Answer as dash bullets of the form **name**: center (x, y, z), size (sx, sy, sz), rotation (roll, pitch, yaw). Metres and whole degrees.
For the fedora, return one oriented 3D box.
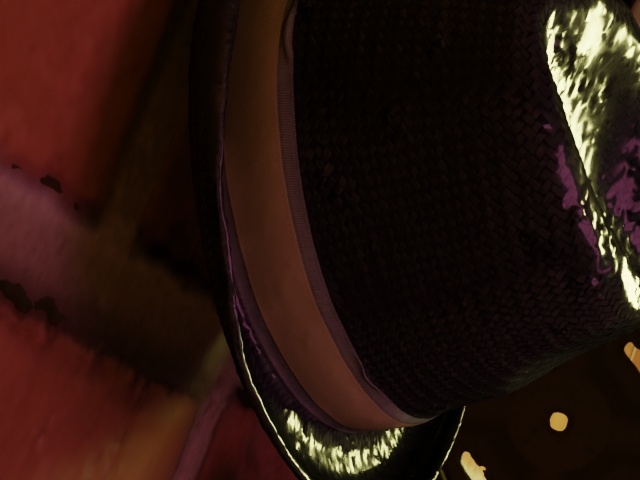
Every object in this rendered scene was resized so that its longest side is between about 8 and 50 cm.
- **fedora**: center (0.073, -0.025, 0.710), size (0.334, 0.153, 0.334), rotation (-3, 90, -66)

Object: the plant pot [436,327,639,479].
- **plant pot**: center (0.181, 0.152, 1.146), size (0.305, 0.334, 0.333), rotation (7, 101, -83)

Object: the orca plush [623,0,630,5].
- **orca plush**: center (0.341, -0.201, 1.551), size (0.287, 0.102, 0.151), rotation (49, 61, -70)

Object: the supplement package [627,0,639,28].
- **supplement package**: center (0.340, -0.155, 1.333), size (0.293, 0.177, 0.175), rotation (-62, 175, 18)
